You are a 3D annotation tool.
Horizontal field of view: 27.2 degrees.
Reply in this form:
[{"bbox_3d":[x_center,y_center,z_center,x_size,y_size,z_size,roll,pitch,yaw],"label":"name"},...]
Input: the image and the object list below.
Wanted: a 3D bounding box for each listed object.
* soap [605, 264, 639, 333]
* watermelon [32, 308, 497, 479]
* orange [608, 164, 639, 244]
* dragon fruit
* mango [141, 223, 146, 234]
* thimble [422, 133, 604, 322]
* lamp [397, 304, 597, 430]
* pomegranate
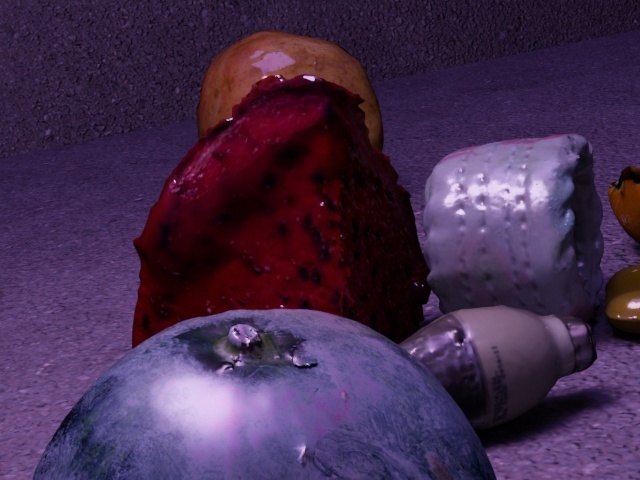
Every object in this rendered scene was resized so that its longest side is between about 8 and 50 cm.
[{"bbox_3d":[0.312,0.056,1.244,0.089,0.045,0.140,-2,13,13],"label":"soap"},{"bbox_3d":[-0.011,0.137,0.823,0.321,0.175,0.188,-18,16,-32],"label":"watermelon"},{"bbox_3d":[0.392,-0.038,1.451,0.170,0.112,0.160,11,-15,-43],"label":"orange"},{"bbox_3d":[0.000,0.000,1.217,0.302,0.330,0.240,-14,37,-33],"label":"dragon fruit"},{"bbox_3d":[-0.122,0.023,1.481,0.146,0.129,0.289,-8,22,-17],"label":"mango"},{"bbox_3d":[0.192,-0.015,1.280,0.149,0.185,0.211,-4,46,22],"label":"thimble"},{"bbox_3d":[0.105,0.106,1.048,0.250,0.101,0.101,-14,14,-13],"label":"lamp"},{"bbox_3d":[-0.043,-0.162,1.886,0.281,0.281,0.281,-8,13,2],"label":"pomegranate"}]
